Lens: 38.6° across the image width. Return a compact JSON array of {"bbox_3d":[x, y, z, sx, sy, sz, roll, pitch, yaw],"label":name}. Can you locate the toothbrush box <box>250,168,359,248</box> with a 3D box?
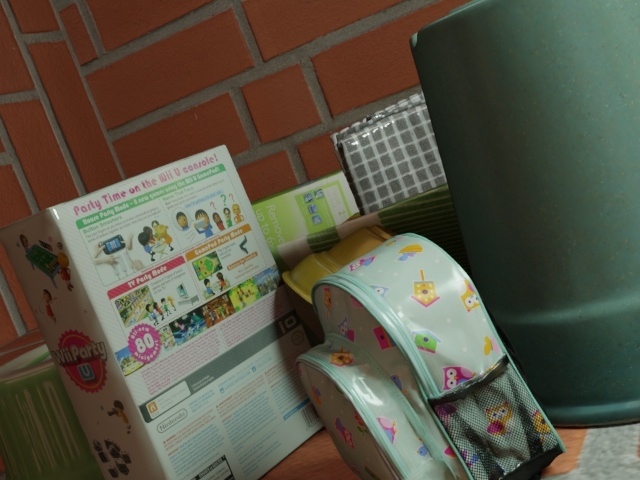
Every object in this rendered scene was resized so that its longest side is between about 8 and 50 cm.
[{"bbox_3d":[0.000,0.000,1.589,0.283,0.206,0.122,-19,7,13],"label":"toothbrush box"}]

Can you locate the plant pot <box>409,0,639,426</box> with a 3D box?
[{"bbox_3d":[0.249,-0.067,0.789,0.341,0.334,0.341,-21,7,3],"label":"plant pot"}]

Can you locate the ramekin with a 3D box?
[{"bbox_3d":[-0.269,0.188,1.144,0.303,0.148,0.303,-21,7,2],"label":"ramekin"}]

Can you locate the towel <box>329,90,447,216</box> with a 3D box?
[{"bbox_3d":[0.163,-0.053,1.169,0.235,0.284,0.121,-21,7,9],"label":"towel"}]

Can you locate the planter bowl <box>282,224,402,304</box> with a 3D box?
[{"bbox_3d":[0.077,0.044,0.920,0.090,0.217,0.217,-64,4,6],"label":"planter bowl"}]

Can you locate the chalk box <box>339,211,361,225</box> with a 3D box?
[{"bbox_3d":[0.107,0.015,1.397,0.132,0.132,0.213,-18,11,30],"label":"chalk box"}]

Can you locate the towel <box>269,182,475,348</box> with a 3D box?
[{"bbox_3d":[0.076,0.043,1.057,0.324,0.248,0.038,-19,50,18],"label":"towel"}]

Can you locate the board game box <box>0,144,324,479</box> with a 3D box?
[{"bbox_3d":[-0.134,0.086,0.872,0.097,0.303,0.224,-16,8,41],"label":"board game box"}]

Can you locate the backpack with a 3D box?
[{"bbox_3d":[0.065,0.095,0.672,0.144,0.188,0.166,-23,7,-16],"label":"backpack"}]
